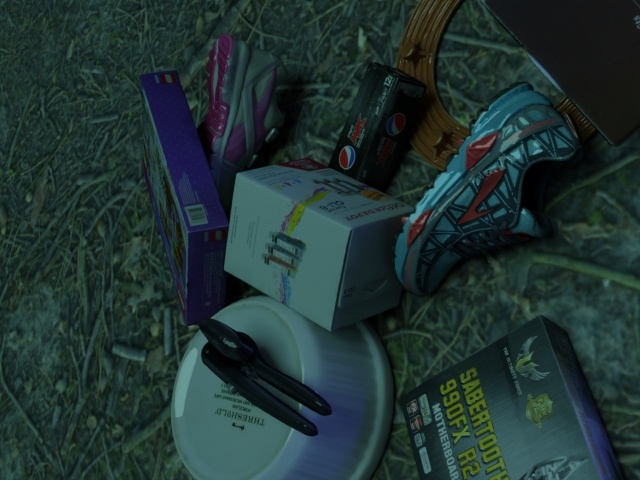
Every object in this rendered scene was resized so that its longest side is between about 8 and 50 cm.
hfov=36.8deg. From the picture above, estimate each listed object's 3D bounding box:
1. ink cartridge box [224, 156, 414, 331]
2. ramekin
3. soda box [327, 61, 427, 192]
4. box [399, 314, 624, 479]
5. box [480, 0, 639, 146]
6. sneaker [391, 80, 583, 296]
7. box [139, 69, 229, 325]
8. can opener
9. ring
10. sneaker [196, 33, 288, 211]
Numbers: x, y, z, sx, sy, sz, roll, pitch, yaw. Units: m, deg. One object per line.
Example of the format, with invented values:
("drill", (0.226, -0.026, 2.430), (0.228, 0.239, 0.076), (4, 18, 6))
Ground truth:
("ink cartridge box", (0.000, 0.000, 1.093), (0.176, 0.128, 0.127), (28, 119, 34))
("ramekin", (-0.057, 0.186, 1.117), (0.272, 0.127, 0.273), (-18, 62, 36))
("soda box", (0.062, -0.124, 1.156), (0.060, 0.053, 0.169), (41, 115, 44))
("box", (0.183, 0.215, 0.917), (0.183, 0.056, 0.231), (-36, 47, 28))
("box", (0.347, -0.280, 0.832), (0.191, 0.143, 0.381), (48, 121, 0))
("sneaker", (0.173, -0.029, 1.003), (0.125, 0.104, 0.262), (43, 119, 23))
("box", (-0.189, -0.060, 1.308), (0.201, 0.057, 0.293), (101, 154, -50))
("can opener", (-0.064, 0.149, 1.010), (0.186, 0.073, 0.059), (35, 90, 35))
("ring", (0.214, -0.230, 1.097), (0.336, 0.032, 0.337), (-17, 63, 37))
("sneaker", (-0.105, -0.149, 1.313), (0.103, 0.111, 0.252), (-123, 42, -53))
